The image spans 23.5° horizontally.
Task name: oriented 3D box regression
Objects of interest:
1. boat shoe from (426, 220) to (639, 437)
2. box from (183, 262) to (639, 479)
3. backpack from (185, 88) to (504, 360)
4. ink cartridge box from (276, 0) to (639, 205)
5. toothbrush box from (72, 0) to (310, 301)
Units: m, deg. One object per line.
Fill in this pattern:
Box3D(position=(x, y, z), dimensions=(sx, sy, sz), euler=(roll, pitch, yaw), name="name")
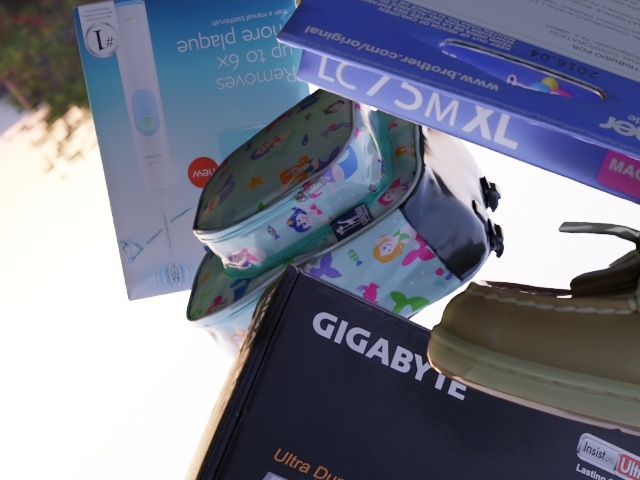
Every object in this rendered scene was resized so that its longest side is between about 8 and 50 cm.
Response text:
Box3D(position=(0.183, 0.027, 0.576), dimensions=(0.285, 0.089, 0.104), euler=(3, -175, 2), name="boat shoe")
Box3D(position=(0.053, 0.205, 0.819), dimensions=(0.293, 0.296, 0.073), euler=(-67, -170, -18), name="box")
Box3D(position=(0.000, 0.000, 1.273), dimensions=(0.253, 0.191, 0.225), euler=(-41, -162, 20), name="backpack")
Box3D(position=(0.111, -0.109, 0.684), dimensions=(0.311, 0.186, 0.065), euler=(-58, 165, -54), name="ink cartridge box")
Box3D(position=(-0.117, -0.107, 1.543), dimensions=(0.216, 0.295, 0.126), euler=(-10, -169, -7), name="toothbrush box")
